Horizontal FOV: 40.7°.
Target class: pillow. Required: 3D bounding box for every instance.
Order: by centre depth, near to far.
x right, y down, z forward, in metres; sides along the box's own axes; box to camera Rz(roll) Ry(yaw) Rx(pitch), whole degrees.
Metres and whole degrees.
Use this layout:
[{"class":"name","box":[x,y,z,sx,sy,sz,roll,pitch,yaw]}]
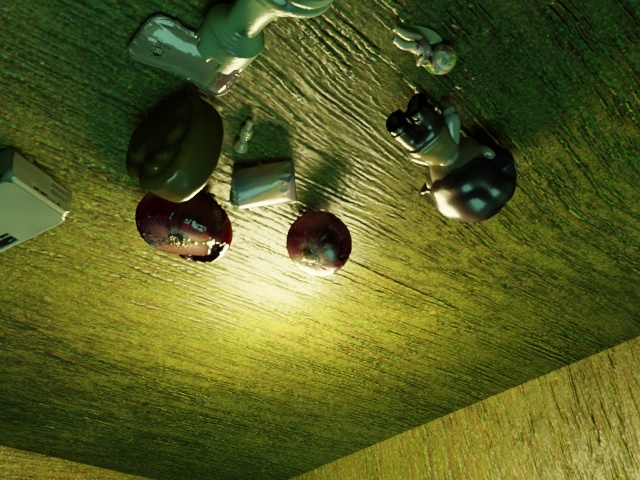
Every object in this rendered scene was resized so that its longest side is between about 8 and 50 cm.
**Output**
[{"class":"pillow","box":[-0.263,-0.370,1.736,0.232,0.038,0.130,20,135,-31]}]

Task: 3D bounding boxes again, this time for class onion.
[{"class":"onion","box":[-0.328,-0.043,2.105,0.248,0.161,0.248,0,138,0]},{"class":"onion","box":[-0.003,0.005,2.249,0.177,0.153,0.177,5,147,3]}]

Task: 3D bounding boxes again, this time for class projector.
[{"class":"projector","box":[-0.737,-0.090,2.007,0.250,0.108,0.198,-23,143,20]}]

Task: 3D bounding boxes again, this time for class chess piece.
[{"class":"chess piece","box":[-0.113,-0.429,1.565,0.194,0.194,0.299,15,149,-30]},{"class":"chess piece","box":[-0.169,-0.240,1.954,0.035,0.035,0.092,6,141,-19]}]

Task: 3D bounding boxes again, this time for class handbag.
[{"class":"handbag","box":[-0.145,-0.126,2.074,0.173,0.095,0.117,-9,143,-3]}]

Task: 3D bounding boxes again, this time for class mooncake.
[{"class":"mooncake","box":[-0.307,-0.202,1.824,0.235,0.235,0.117,-29,137,30]}]

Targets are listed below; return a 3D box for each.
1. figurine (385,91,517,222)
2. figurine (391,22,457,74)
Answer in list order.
[{"class":"figurine","box":[0.300,-0.195,2.022,0.218,0.206,0.365,-43,111,11]},{"class":"figurine","box":[0.208,-0.390,1.769,0.187,0.083,0.083,15,141,-39]}]
